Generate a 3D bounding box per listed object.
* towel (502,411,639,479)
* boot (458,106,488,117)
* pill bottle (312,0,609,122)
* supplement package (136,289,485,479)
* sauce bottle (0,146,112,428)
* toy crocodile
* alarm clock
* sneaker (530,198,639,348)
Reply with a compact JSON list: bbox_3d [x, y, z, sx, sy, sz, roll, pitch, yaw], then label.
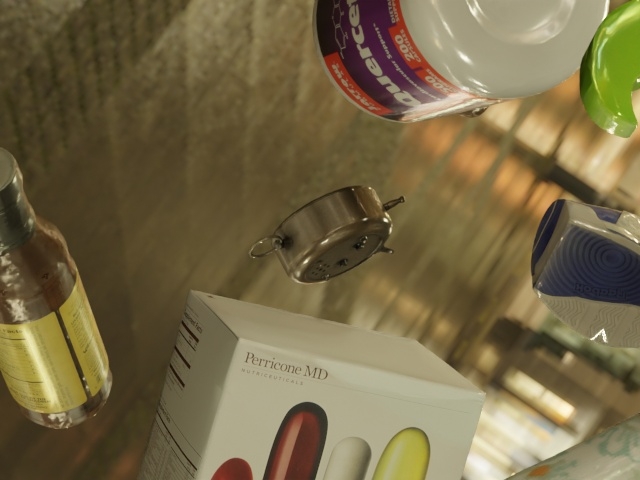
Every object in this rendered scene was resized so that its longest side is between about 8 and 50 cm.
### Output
[{"bbox_3d":[0.257,0.303,1.314,0.320,0.090,0.374,-25,127,-21],"label":"towel"},{"bbox_3d":[0.197,-0.223,1.576,0.197,0.073,0.152,-28,-143,59],"label":"boot"},{"bbox_3d":[0.104,-0.200,1.373,0.181,0.181,0.323,-53,-166,-13],"label":"pill bottle"},{"bbox_3d":[-0.017,0.166,1.135,0.149,0.194,0.203,-146,-109,-69],"label":"supplement package"},{"bbox_3d":[-0.288,0.048,1.536,0.111,0.111,0.344,-50,151,-32],"label":"sauce bottle"},{"bbox_3d":[0.330,-0.131,1.008,0.115,0.340,0.105,138,-53,-74],"label":"toy crocodile"},{"bbox_3d":[0.000,0.000,1.709,0.192,0.064,0.129,-7,152,-39],"label":"alarm clock"},{"bbox_3d":[0.362,0.025,1.625,0.182,0.315,0.127,-87,-159,-53],"label":"sneaker"}]
